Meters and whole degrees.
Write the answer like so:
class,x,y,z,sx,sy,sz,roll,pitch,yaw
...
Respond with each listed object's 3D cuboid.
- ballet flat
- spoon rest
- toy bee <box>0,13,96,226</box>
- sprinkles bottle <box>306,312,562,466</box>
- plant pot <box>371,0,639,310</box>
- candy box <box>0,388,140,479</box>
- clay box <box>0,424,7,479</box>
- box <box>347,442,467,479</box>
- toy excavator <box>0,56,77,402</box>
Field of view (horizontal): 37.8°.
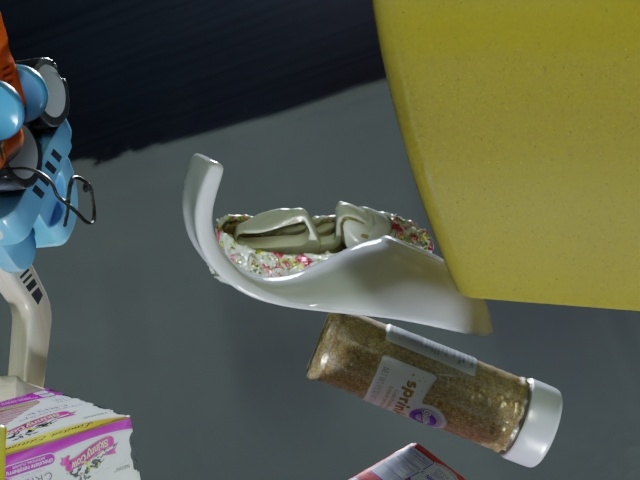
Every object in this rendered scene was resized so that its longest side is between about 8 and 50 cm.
class,x,y,z,sx,sy,sz,roll,pitch,yaw
ballet flat,0.000,0.000,0.964,0.091,0.240,0.077,-102,-173,-50
spoon rest,0.014,0.023,0.726,0.276,0.084,0.137,24,4,-24
toy bee,-0.405,-0.138,1.089,0.195,0.162,0.298,-14,88,-78
sprinkles bottle,0.162,0.207,1.346,0.121,0.355,0.121,21,90,-88
plant pot,0.160,-0.073,0.552,0.212,0.212,0.187,-51,141,-60
candy box,-0.308,0.216,0.957,0.233,0.159,0.071,0,-80,54
clay box,-0.242,0.187,0.511,0.222,0.127,0.053,-115,-139,-55
box,0.165,0.412,1.196,0.300,0.154,0.142,29,-46,48
toy excavator,-0.480,0.006,1.444,0.433,0.222,0.445,-81,159,-44
